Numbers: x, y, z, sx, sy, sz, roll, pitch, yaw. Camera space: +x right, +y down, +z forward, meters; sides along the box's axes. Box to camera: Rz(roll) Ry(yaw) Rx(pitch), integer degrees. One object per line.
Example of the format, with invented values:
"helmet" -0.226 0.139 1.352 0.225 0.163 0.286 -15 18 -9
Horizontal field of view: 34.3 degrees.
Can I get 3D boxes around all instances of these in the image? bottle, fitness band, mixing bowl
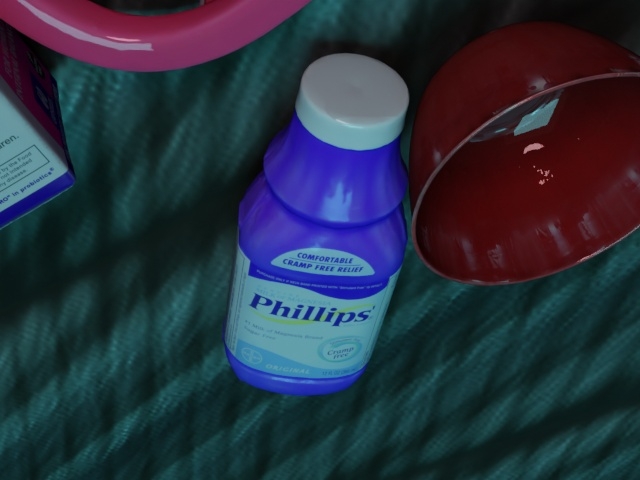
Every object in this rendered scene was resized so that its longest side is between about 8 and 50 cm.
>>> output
"bottle" 0.000 0.000 0.719 0.118 0.092 0.283 6 139 -7
"fitness band" -0.068 -0.202 0.514 0.291 0.054 0.209 -33 128 30
"mixing bowl" 0.125 -0.064 0.630 0.181 0.098 0.181 -13 143 -10

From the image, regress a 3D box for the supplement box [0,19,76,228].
"supplement box" -0.239 -0.104 0.541 0.114 0.111 0.220 -30 134 6
